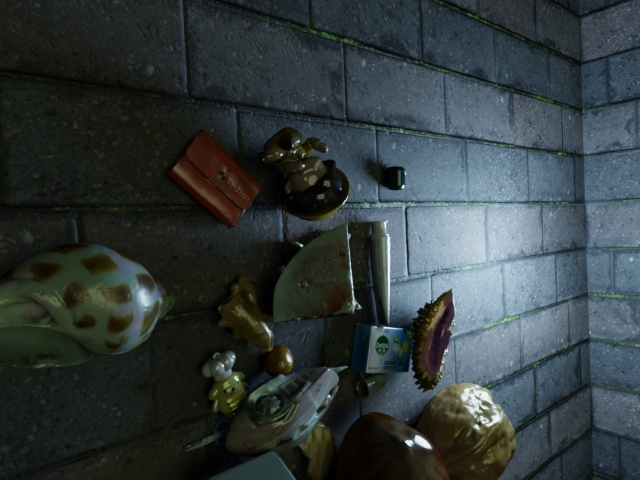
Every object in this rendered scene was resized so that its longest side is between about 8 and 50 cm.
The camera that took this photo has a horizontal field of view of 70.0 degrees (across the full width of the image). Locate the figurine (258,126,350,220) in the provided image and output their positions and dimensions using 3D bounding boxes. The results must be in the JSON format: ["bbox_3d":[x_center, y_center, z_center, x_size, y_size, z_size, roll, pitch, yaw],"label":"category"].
[{"bbox_3d":[-0.041,-0.168,1.177,0.192,0.167,0.256,-37,115,-10],"label":"figurine"}]

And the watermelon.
[{"bbox_3d":[0.043,0.105,1.192,0.320,0.214,0.289,16,99,-41],"label":"watermelon"}]

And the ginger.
[{"bbox_3d":[-0.181,0.195,1.116,0.205,0.081,0.115,67,22,-8],"label":"ginger"}]

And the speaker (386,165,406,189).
[{"bbox_3d":[0.257,-0.200,1.488,0.095,0.060,0.075,0,91,-39],"label":"speaker"}]

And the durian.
[{"bbox_3d":[0.342,0.324,1.491,0.112,0.191,0.340,20,68,-7],"label":"durian"}]

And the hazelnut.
[{"bbox_3d":[0.189,0.657,1.229,0.366,0.366,0.365,0,89,-39],"label":"hazelnut"}]

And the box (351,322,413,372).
[{"bbox_3d":[0.194,0.336,1.425,0.194,0.073,0.139,12,82,-38],"label":"box"}]

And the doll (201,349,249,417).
[{"bbox_3d":[-0.226,0.339,1.090,0.106,0.062,0.162,-28,106,-41],"label":"doll"}]

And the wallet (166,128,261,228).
[{"bbox_3d":[-0.247,-0.143,1.087,0.204,0.045,0.142,45,63,-30],"label":"wallet"}]

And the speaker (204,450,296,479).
[{"bbox_3d":[-0.172,0.690,1.005,0.185,0.183,0.405,-3,111,-36],"label":"speaker"}]

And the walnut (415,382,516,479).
[{"bbox_3d":[0.474,0.650,1.514,0.344,0.306,0.305,-29,108,-37],"label":"walnut"}]

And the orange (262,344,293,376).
[{"bbox_3d":[-0.108,0.312,1.177,0.085,0.085,0.084,0,89,-39],"label":"orange"}]

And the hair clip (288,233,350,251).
[{"bbox_3d":[0.000,0.000,1.295,0.226,0.034,0.072,-26,105,-37],"label":"hair clip"}]

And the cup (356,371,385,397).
[{"bbox_3d":[0.150,0.438,1.411,0.083,0.075,0.054,-8,131,-42],"label":"cup"}]

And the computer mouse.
[{"bbox_3d":[-0.057,0.430,1.152,0.389,0.115,0.199,-20,128,-34],"label":"computer mouse"}]

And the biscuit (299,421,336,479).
[{"bbox_3d":[-0.015,0.571,1.261,0.118,0.061,0.182,-32,111,-37],"label":"biscuit"}]

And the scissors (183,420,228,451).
[{"bbox_3d":[-0.269,0.472,1.084,0.119,0.014,0.058,-6,89,-42],"label":"scissors"}]

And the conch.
[{"bbox_3d":[-0.430,0.124,0.845,0.368,0.197,0.249,31,107,-40],"label":"conch"}]

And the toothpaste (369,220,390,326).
[{"bbox_3d":[0.187,0.101,1.418,0.066,0.100,0.322,-1,88,-13],"label":"toothpaste"}]
